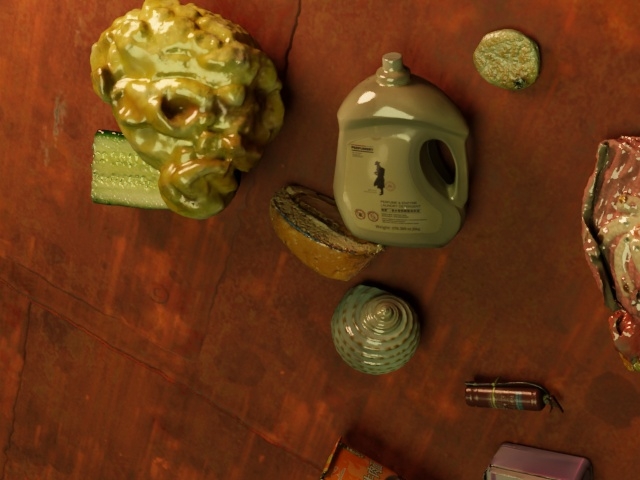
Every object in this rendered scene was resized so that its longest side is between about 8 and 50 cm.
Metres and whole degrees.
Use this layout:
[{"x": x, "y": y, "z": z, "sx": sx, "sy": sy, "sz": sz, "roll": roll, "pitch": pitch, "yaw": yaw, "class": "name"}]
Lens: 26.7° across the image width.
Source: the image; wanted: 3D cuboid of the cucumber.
[{"x": -0.215, "y": -0.100, "z": 1.922, "sx": 0.244, "sy": 0.063, "sz": 0.115, "roll": 10, "pitch": 114, "yaw": 26, "class": "cucumber"}]

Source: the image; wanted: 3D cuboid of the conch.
[{"x": 0.067, "y": 0.130, "z": 1.882, "sx": 0.135, "sy": 0.102, "sz": 0.153, "roll": 46, "pitch": 133, "yaw": 17, "class": "conch"}]

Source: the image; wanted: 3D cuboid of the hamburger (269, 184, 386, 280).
[{"x": 0.003, "y": 0.007, "z": 1.846, "sx": 0.176, "sy": 0.087, "sz": 0.102, "roll": 23, "pitch": 126, "yaw": 13, "class": "hamburger"}]

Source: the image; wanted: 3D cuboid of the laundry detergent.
[{"x": 0.101, "y": -0.117, "z": 1.703, "sx": 0.181, "sy": 0.091, "sz": 0.253, "roll": 10, "pitch": 125, "yaw": 22, "class": "laundry detergent"}]

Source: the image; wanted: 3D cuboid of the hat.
[{"x": 0.411, "y": 0.030, "z": 1.607, "sx": 0.237, "sy": 0.107, "sz": 0.286, "roll": 26, "pitch": 125, "yaw": 27, "class": "hat"}]

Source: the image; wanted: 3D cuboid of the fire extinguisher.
[{"x": 0.266, "y": 0.213, "z": 1.854, "sx": 0.132, "sy": 0.039, "sz": 0.056, "roll": 0, "pitch": 127, "yaw": 31, "class": "fire extinguisher"}]

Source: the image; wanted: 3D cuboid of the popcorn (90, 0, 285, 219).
[{"x": -0.158, "y": -0.187, "z": 1.755, "sx": 0.225, "sy": 0.174, "sz": 0.286, "roll": -30, "pitch": 92, "yaw": 22, "class": "popcorn"}]

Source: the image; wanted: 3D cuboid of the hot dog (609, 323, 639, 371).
[{"x": 0.400, "y": 0.133, "z": 1.735, "sx": 0.037, "sy": 0.021, "sz": 0.083, "roll": -16, "pitch": 109, "yaw": 25, "class": "hot dog"}]

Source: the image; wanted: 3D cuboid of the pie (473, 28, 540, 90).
[{"x": 0.224, "y": -0.217, "z": 1.621, "sx": 0.085, "sy": 0.017, "sz": 0.085, "roll": 15, "pitch": 127, "yaw": 22, "class": "pie"}]

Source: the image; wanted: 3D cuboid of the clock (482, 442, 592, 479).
[{"x": 0.313, "y": 0.392, "z": 1.913, "sx": 0.145, "sy": 0.073, "sz": 0.193, "roll": 9, "pitch": 123, "yaw": 26, "class": "clock"}]

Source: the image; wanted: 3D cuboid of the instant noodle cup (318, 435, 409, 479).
[{"x": 0.068, "y": 0.431, "z": 2.000, "sx": 0.182, "sy": 0.230, "sz": 0.230, "roll": 22, "pitch": 128, "yaw": 5, "class": "instant noodle cup"}]
